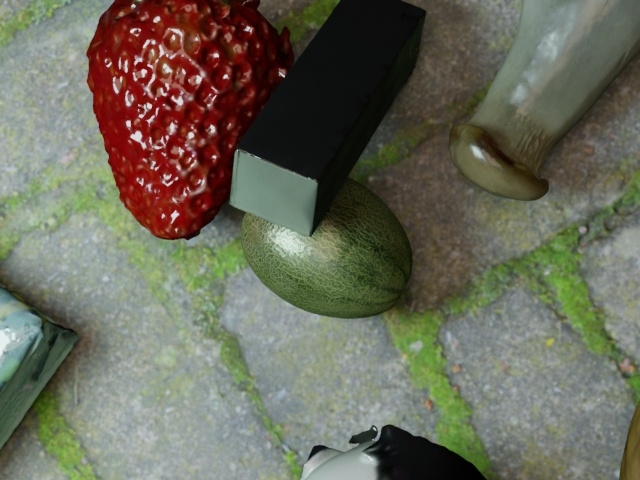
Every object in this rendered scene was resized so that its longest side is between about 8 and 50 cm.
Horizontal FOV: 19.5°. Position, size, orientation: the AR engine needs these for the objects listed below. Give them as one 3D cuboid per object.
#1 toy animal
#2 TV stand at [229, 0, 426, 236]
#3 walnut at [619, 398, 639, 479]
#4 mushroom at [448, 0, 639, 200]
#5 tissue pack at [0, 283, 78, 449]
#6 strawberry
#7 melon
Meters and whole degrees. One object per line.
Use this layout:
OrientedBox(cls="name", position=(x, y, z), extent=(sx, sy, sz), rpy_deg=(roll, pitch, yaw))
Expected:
OrientedBox(cls="toy animal", position=(0.043, 0.314, 1.716), extent=(0.213, 0.212, 0.266), rpy_deg=(18, 54, 11))
OrientedBox(cls="TV stand", position=(0.010, -0.132, 1.799), extent=(0.088, 0.082, 0.269), rpy_deg=(21, 49, 12))
OrientedBox(cls="walnut", position=(0.457, 0.198, 1.643), extent=(0.398, 0.308, 0.354), rpy_deg=(-49, 45, 0))
OrientedBox(cls="mushroom", position=(0.237, -0.193, 1.838), extent=(0.159, 0.122, 0.328), rpy_deg=(30, 87, 48))
OrientedBox(cls="tissue pack", position=(-0.439, 0.098, 1.894), extent=(0.311, 0.128, 0.228), rpy_deg=(34, 89, 14))
OrientedBox(cls="strawberry", position=(-0.134, -0.121, 1.842), extent=(0.205, 0.205, 0.244), rpy_deg=(1, 84, 10))
OrientedBox(cls="melon", position=(0.000, 0.000, 1.827), extent=(0.192, 0.139, 0.139), rpy_deg=(30, 88, 10))
